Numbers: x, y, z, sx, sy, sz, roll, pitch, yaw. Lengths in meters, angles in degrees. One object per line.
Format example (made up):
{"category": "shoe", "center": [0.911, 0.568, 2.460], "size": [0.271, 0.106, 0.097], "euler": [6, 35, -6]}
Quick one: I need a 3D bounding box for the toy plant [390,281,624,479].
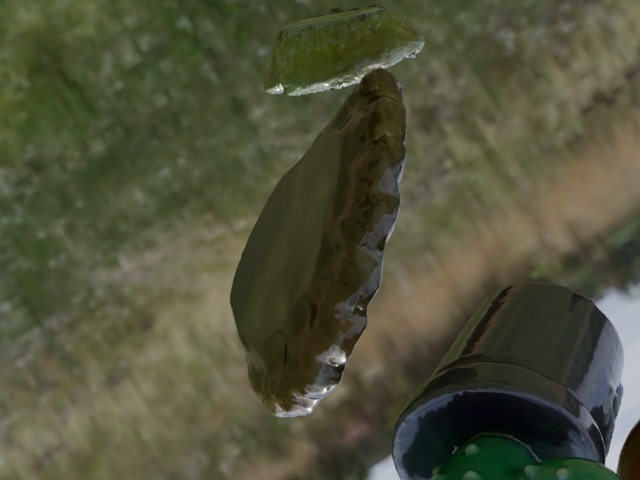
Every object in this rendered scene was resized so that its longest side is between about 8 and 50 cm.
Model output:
{"category": "toy plant", "center": [0.155, 0.203, 1.674], "size": [0.279, 0.185, 0.400], "euler": [-4, -148, 26]}

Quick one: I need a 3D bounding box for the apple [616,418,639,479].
{"category": "apple", "center": [0.348, 0.205, 1.730], "size": [0.173, 0.160, 0.195], "euler": [-24, -155, 10]}

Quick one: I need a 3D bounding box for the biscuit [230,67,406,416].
{"category": "biscuit", "center": [0.000, 0.000, 1.838], "size": [0.329, 0.078, 0.335], "euler": [175, -67, -73]}

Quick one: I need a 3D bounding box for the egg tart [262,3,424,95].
{"category": "egg tart", "center": [0.025, -0.219, 2.223], "size": [0.197, 0.078, 0.197], "euler": [-13, -168, 3]}
